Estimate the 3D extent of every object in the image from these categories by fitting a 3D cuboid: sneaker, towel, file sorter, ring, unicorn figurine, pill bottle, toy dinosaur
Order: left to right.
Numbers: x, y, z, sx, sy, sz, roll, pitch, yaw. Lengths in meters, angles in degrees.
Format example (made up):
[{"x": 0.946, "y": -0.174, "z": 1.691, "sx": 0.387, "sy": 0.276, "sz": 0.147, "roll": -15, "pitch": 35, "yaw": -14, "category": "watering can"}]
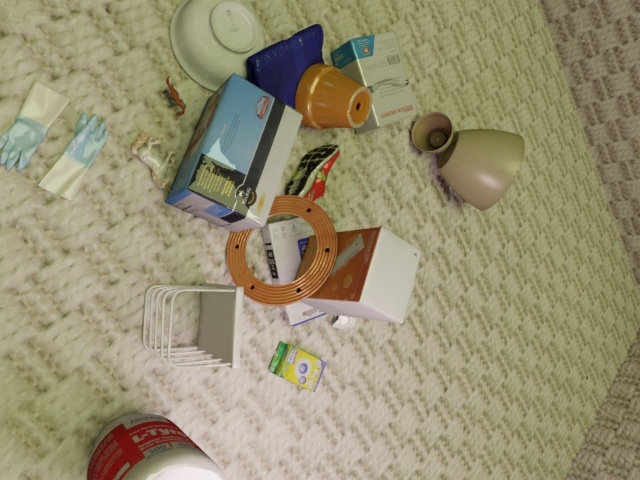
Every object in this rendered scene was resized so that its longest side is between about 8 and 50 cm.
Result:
[{"x": -0.383, "y": 0.527, "z": 1.000, "sx": 0.228, "sy": 0.407, "sz": 0.229, "roll": 2, "pitch": 86, "yaw": -35, "category": "pill bottle"}, {"x": -0.441, "y": -0.213, "z": 1.221, "sx": 0.162, "sy": 0.060, "sz": 0.111, "roll": 37, "pitch": 67, "yaw": -10, "category": "unicorn figurine"}, {"x": -0.405, "y": -0.390, "z": 1.246, "sx": 0.047, "sy": 0.090, "sz": 0.082, "roll": -35, "pitch": 75, "yaw": -15, "category": "toy dinosaur"}, {"x": -0.330, "y": 0.207, "z": 1.136, "sx": 0.173, "sy": 0.277, "sz": 0.193, "roll": 5, "pitch": 85, "yaw": -32, "category": "file sorter"}, {"x": -0.113, "y": 0.026, "z": 1.310, "sx": 0.032, "sy": 0.336, "sz": 0.337, "roll": 58, "pitch": 49, "yaw": -67, "category": "ring"}, {"x": -0.101, "y": -0.521, "z": 1.414, "sx": 0.308, "sy": 0.076, "sz": 0.228, "roll": -42, "pitch": 141, "yaw": -31, "category": "towel"}, {"x": -0.018, "y": -0.204, "z": 1.497, "sx": 0.279, "sy": 0.107, "sz": 0.118, "roll": -56, "pitch": 135, "yaw": -20, "category": "sneaker"}, {"x": 0.076, "y": 0.198, "z": 1.540, "sx": 0.094, "sy": 0.080, "sz": 0.212, "roll": 4, "pitch": 86, "yaw": -22, "category": "sneaker"}]

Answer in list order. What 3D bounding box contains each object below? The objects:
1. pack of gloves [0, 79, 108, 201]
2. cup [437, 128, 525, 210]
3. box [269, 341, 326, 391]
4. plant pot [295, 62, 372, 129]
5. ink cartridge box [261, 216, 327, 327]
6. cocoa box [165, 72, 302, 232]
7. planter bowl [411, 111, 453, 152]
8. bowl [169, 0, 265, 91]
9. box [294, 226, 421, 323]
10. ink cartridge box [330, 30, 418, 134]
[{"x": -0.642, "y": -0.243, "z": 1.086, "sx": 0.195, "sy": 0.046, "sz": 0.232, "roll": 30, "pitch": 71, "yaw": -30, "category": "pack of gloves"}, {"x": 0.622, "y": -0.319, "z": 1.823, "sx": 0.236, "sy": 0.331, "sz": 0.331, "roll": 22, "pitch": 74, "yaw": -6, "category": "cup"}, {"x": -0.073, "y": 0.405, "z": 1.442, "sx": 0.179, "sy": 0.043, "sz": 0.105, "roll": 33, "pitch": 69, "yaw": -27, "category": "box"}, {"x": 0.055, "y": -0.445, "z": 1.441, "sx": 0.205, "sy": 0.187, "sz": 0.205, "roll": -35, "pitch": 138, "yaw": -39, "category": "plant pot"}, {"x": -0.078, "y": 0.095, "z": 1.443, "sx": 0.165, "sy": 0.065, "sz": 0.333, "roll": -13, "pitch": 93, "yaw": -35, "category": "ink cartridge box"}, {"x": -0.241, "y": -0.227, "z": 1.245, "sx": 0.227, "sy": 0.231, "sz": 0.347, "roll": 25, "pitch": 73, "yaw": -28, "category": "cocoa box"}, {"x": 0.458, "y": -0.418, "z": 1.798, "sx": 0.109, "sy": 0.162, "sz": 0.162, "roll": 16, "pitch": 77, "yaw": -61, "category": "planter bowl"}, {"x": -0.272, "y": -0.594, "z": 1.307, "sx": 0.297, "sy": 0.134, "sz": 0.298, "roll": 2, "pitch": 87, "yaw": -35, "category": "bowl"}, {"x": 0.092, "y": 0.102, "z": 1.312, "sx": 0.168, "sy": 0.345, "sz": 0.215, "roll": 28, "pitch": 71, "yaw": -30, "category": "box"}, {"x": 0.199, "y": -0.567, "z": 1.629, "sx": 0.223, "sy": 0.129, "sz": 0.308, "roll": -26, "pitch": 102, "yaw": -33, "category": "ink cartridge box"}]
